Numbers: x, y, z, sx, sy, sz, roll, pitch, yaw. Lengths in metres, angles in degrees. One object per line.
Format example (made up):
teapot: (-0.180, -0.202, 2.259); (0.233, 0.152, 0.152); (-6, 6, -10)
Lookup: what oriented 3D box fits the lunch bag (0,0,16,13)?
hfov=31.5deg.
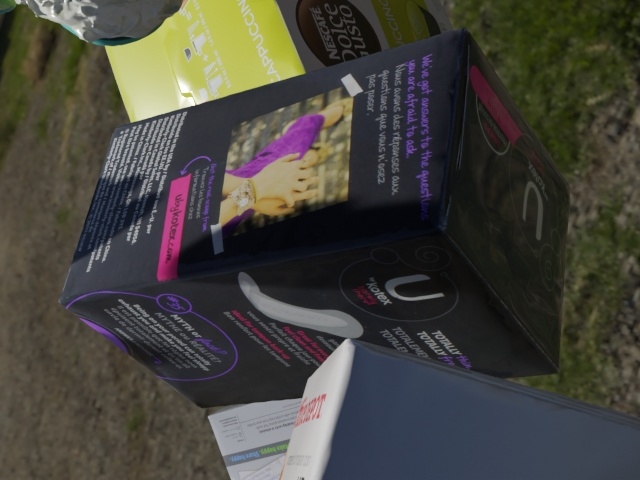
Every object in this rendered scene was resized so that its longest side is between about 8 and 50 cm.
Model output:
lunch bag: (-0.502, -0.314, 1.323); (0.224, 0.279, 0.108); (16, -107, -70)

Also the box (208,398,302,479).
box: (-0.024, 0.246, 1.151); (0.145, 0.038, 0.186); (-20, 90, 36)

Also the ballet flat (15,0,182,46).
ballet flat: (-0.243, -0.286, 0.779); (0.147, 0.409, 0.147); (-47, -21, -24)

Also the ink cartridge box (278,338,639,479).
ink cartridge box: (0.049, 0.179, 0.465); (0.171, 0.168, 0.233); (118, 168, -77)

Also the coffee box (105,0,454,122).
coffee box: (-0.049, -0.247, 1.561); (0.338, 0.334, 0.338); (-37, 66, 40)

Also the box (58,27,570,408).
box: (0.000, 0.000, 0.712); (0.270, 0.165, 0.143); (-10, 53, 31)
